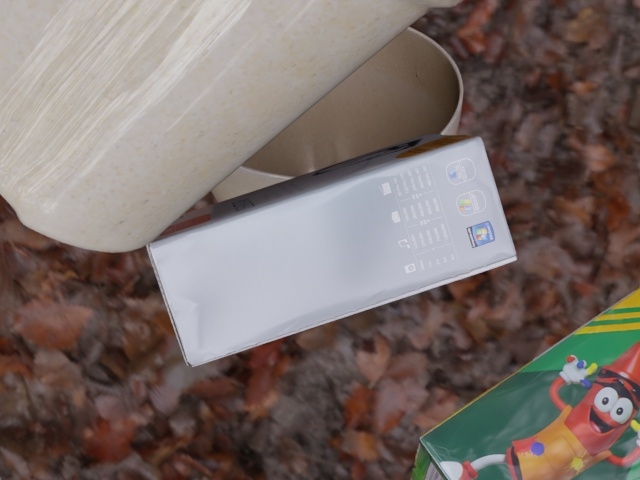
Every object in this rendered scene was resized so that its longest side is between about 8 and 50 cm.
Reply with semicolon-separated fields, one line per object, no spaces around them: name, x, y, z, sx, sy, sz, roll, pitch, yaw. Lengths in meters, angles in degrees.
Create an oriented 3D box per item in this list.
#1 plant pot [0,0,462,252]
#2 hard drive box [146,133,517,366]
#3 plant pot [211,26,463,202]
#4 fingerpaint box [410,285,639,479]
plant pot;-0.093;-0.173;0.729;0.333;0.334;0.305;34;111;-28
hard drive box;0.000;0.000;0.890;0.232;0.181;0.089;-19;97;-5
plant pot;0.004;-0.083;1.297;0.284;0.284;0.191;-21;136;-19
fingerpaint box;0.290;0.210;1.327;0.371;0.445;0.163;-33;73;-9
